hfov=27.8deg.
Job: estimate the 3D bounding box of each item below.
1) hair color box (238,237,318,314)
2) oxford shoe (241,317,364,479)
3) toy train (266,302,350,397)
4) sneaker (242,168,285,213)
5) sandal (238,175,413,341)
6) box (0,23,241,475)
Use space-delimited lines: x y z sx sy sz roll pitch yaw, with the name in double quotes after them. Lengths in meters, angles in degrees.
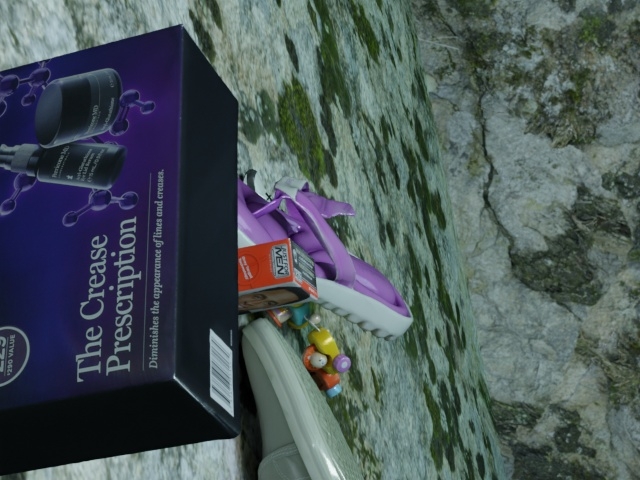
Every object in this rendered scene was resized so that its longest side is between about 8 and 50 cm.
-0.081 0.039 1.171 0.072 0.141 0.043 41 39 -65 "hair color box"
-0.009 0.284 1.296 0.449 0.130 0.169 68 8 22 "oxford shoe"
-0.025 0.112 1.458 0.166 0.046 0.125 59 -19 -7 "toy train"
-0.059 -0.033 1.498 0.040 0.044 0.109 -60 134 -66 "sneaker"
-0.009 -0.010 1.390 0.169 0.102 0.416 50 10 33 "sandal"
-0.155 0.006 0.847 0.103 0.184 0.261 52 29 -54 "box"
